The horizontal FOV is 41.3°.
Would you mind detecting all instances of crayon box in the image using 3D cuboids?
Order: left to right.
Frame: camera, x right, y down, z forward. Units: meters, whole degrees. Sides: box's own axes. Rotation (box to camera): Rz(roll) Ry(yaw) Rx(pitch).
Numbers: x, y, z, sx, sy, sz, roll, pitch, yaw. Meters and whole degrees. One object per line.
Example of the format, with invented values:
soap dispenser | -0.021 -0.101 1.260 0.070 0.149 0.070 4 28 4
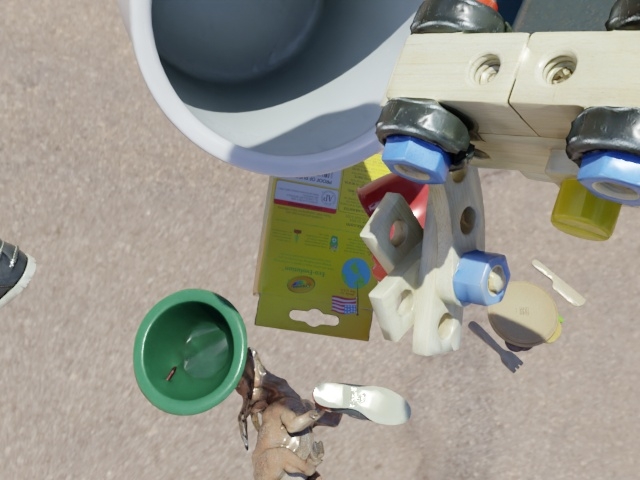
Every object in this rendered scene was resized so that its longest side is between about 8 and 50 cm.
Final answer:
crayon box | 0.000 0.000 1.434 0.202 0.081 0.319 10 82 -10

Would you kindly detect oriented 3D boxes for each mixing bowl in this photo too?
mixing bowl | 0.142 -0.034 1.126 0.181 0.098 0.181 43 16 -15

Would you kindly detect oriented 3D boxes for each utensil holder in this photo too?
utensil holder | -0.071 -0.281 0.976 0.327 0.385 0.328 -7 113 -16

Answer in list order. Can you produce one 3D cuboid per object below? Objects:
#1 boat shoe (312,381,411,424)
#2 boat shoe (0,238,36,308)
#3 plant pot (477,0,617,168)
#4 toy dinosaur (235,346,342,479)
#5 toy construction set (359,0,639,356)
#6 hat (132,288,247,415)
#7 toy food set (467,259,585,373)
boat shoe | 0.056 0.223 1.163 0.136 0.043 0.049 10 71 3
boat shoe | -0.497 0.086 1.163 0.079 0.233 0.084 40 12 -41
plant pot | 0.253 -0.194 0.613 0.252 0.248 0.247 9 67 0
toy dinosaur | -0.061 0.306 1.257 0.127 0.200 0.296 44 40 -44
toy construction set | 0.148 -0.026 0.423 0.215 0.327 0.151 30 62 -46
hat | -0.170 0.173 1.283 0.172 0.183 0.209 -7 69 9
toy food set | 0.353 0.133 1.474 0.192 0.039 0.132 -39 69 -18
